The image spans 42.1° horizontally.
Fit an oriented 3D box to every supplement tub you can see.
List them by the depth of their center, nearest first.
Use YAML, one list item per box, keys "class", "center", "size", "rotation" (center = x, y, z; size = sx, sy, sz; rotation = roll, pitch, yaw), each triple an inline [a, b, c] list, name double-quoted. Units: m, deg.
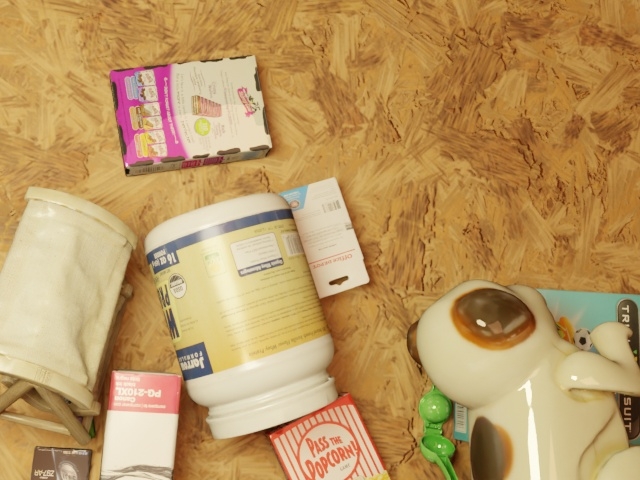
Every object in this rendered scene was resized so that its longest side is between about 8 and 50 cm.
- class: "supplement tub"
  center: [-0.111, 0.109, 1.226]
  size: [0.228, 0.228, 0.316]
  rotation: [-17, 85, -14]

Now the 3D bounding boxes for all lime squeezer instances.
- class: "lime squeezer"
  center: [0.188, 0.284, 1.339]
  size: [0.058, 0.110, 0.310]
  rotation: [0, 50, 4]

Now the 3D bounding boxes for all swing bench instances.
- class: "swing bench"
  center: [-0.351, 0.109, 1.124]
  size: [0.165, 0.255, 0.253]
  rotation: [15, 59, -10]

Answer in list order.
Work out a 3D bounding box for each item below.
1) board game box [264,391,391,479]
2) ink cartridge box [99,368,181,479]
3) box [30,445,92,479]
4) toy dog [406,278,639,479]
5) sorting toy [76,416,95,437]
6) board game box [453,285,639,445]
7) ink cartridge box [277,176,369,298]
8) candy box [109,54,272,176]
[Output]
- class: "board game box"
  center: [0.019, 0.359, 1.312]
  size: [0.146, 0.045, 0.193]
  rotation: [-26, 87, -15]
- class: "ink cartridge box"
  center: [-0.261, 0.307, 1.192]
  size: [0.100, 0.172, 0.237]
  rotation: [6, 81, -11]
- class: "box"
  center: [-0.386, 0.343, 1.239]
  size: [0.083, 0.018, 0.067]
  rotation: [7, 80, -12]
- class: "toy dog"
  center: [0.287, 0.249, 1.201]
  size: [0.395, 0.284, 0.408]
  rotation: [-23, 82, -18]
- class: "sorting toy"
  center: [-0.362, 0.249, 1.237]
  size: [0.042, 0.061, 0.102]
  rotation: [-10, 61, -13]
- class: "board game box"
  center: [0.395, 0.211, 1.401]
  size: [0.336, 0.079, 0.254]
  rotation: [4, 81, -12]
- class: "ink cartridge box"
  center: [0.000, 0.000, 1.352]
  size: [0.104, 0.060, 0.180]
  rotation: [-17, 86, -15]
- class: "candy box"
  center: [-0.207, -0.199, 1.330]
  size: [0.233, 0.071, 0.159]
  rotation: [-9, 84, -13]
